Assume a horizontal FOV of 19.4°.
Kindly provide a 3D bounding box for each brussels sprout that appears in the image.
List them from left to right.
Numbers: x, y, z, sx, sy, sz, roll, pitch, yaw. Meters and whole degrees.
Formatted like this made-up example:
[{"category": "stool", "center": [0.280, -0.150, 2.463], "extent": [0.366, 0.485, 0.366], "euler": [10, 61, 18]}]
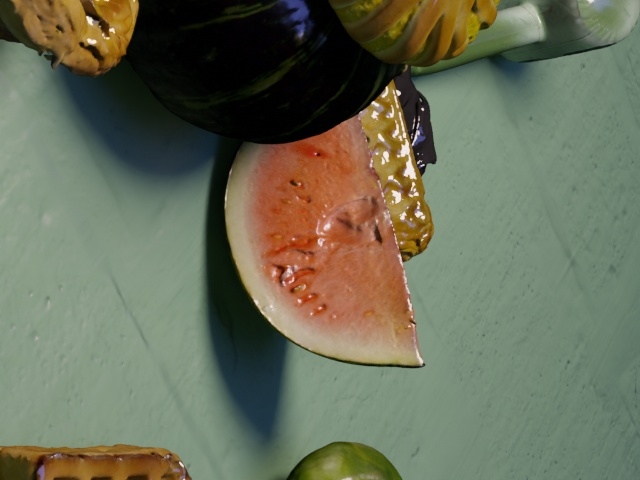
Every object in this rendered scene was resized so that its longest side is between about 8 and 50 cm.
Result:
[{"category": "brussels sprout", "center": [0.024, 0.294, 1.879], "extent": [0.161, 0.144, 0.181], "euler": [-71, 167, -58]}]

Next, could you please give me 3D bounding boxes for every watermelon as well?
[{"category": "watermelon", "center": [-0.007, 0.009, 1.862], "extent": [0.128, 0.159, 0.303], "euler": [80, -6, -75]}]

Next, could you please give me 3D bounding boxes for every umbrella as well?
[{"category": "umbrella", "center": [0.069, -0.210, 2.022], "extent": [0.118, 0.118, 0.340], "euler": [17, 70, -54]}]

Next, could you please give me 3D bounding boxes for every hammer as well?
[{"category": "hammer", "center": [0.200, -0.248, 2.169], "extent": [0.335, 0.206, 0.119], "euler": [-19, 96, -35]}]

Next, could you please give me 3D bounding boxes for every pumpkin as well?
[{"category": "pumpkin", "center": [-0.048, -0.247, 1.724], "extent": [0.323, 0.241, 0.323], "euler": [1, 89, -49]}]

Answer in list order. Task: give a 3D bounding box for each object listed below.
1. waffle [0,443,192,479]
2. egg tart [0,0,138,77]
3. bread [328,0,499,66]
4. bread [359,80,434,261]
[{"category": "waffle", "center": [-0.211, 0.336, 1.581], "extent": [0.224, 0.098, 0.328], "euler": [10, 82, -53]}, {"category": "egg tart", "center": [-0.264, -0.276, 1.451], "extent": [0.352, 0.150, 0.352], "euler": [-21, 90, -76]}, {"category": "bread", "center": [0.084, -0.251, 1.615], "extent": [0.213, 0.104, 0.213], "euler": [-9, 102, -48]}, {"category": "bread", "center": [0.039, -0.152, 1.912], "extent": [0.084, 0.077, 0.367], "euler": [68, 6, -77]}]
